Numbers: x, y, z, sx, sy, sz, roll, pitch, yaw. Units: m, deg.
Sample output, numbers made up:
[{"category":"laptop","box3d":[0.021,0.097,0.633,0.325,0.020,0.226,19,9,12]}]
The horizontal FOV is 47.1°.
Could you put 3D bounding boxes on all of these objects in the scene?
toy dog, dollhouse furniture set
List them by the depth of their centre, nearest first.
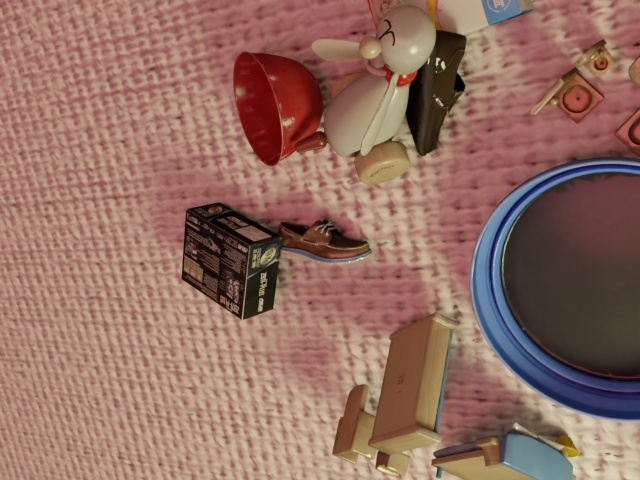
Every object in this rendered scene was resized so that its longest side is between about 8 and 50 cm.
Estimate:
[{"category":"dollhouse furniture set","box3d":[0.384,-0.179,0.941,0.151,0.123,0.144,44,122,8]},{"category":"toy dog","box3d":[0.045,-0.197,1.012,0.334,0.161,0.220,87,162,-53]},{"category":"dollhouse furniture set","box3d":[0.233,0.299,1.234,0.303,0.198,0.286,27,148,-17]}]

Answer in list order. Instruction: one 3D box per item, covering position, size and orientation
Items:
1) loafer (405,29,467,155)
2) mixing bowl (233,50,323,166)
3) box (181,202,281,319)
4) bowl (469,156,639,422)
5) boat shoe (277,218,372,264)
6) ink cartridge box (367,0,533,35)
[{"category":"loafer","box3d":[0.169,-0.204,1.042,0.078,0.080,0.220,-9,147,-4]},{"category":"mixing bowl","box3d":[-0.059,-0.218,1.165,0.181,0.098,0.181,47,148,43]},{"category":"box","box3d":[-0.162,0.034,1.315,0.180,0.077,0.147,27,120,37]},{"category":"bowl","box3d":[0.410,0.067,1.038,0.391,0.077,0.391,11,115,25]},{"category":"boat shoe","box3d":[0.000,0.000,1.249,0.183,0.066,0.066,3,108,27]},{"category":"ink cartridge box","box3d":[0.161,-0.345,1.029,0.231,0.078,0.134,-13,102,32]}]
